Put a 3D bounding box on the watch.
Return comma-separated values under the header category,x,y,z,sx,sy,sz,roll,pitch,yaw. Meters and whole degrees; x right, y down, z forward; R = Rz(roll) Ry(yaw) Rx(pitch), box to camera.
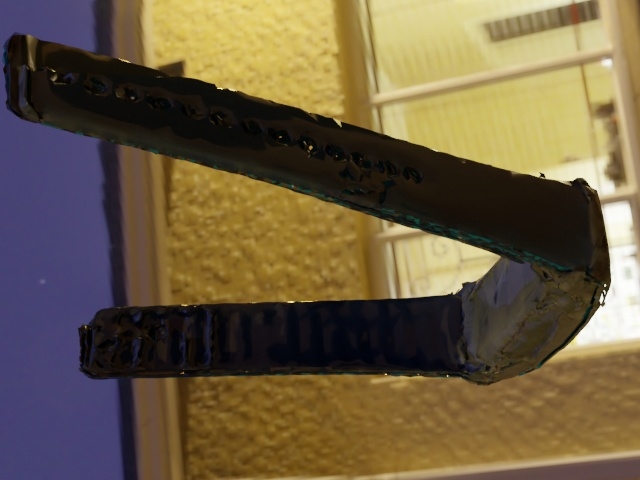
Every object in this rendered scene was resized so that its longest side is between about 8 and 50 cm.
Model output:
category,x,y,z,sx,sy,sz,roll,pitch,yaw
watch,0.007,-0.005,0.564,0.276,0.274,0.068,99,173,-62
